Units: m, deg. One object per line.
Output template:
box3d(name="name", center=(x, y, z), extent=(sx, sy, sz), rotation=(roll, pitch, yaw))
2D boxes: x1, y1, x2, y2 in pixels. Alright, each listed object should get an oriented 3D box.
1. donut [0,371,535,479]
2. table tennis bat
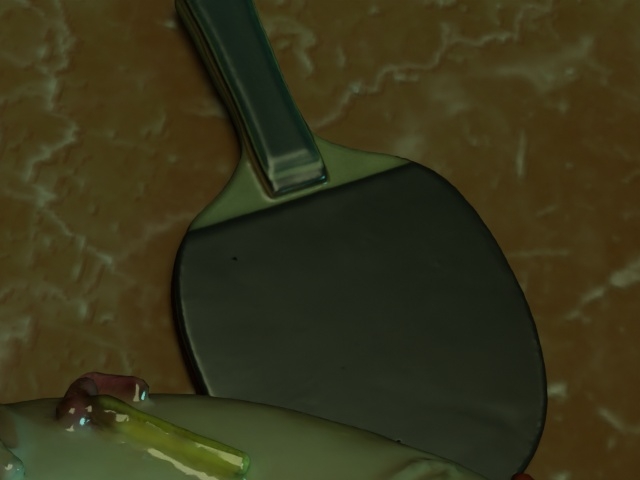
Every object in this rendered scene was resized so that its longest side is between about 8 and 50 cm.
box3d(name="donut", center=(-0.032, 0.171, 0.510), extent=(0.382, 0.142, 0.383), rotation=(8, 26, -4))
box3d(name="table tennis bat", center=(0.000, 0.000, 0.762), extent=(0.154, 0.021, 0.274), rotation=(-17, 71, -20))
